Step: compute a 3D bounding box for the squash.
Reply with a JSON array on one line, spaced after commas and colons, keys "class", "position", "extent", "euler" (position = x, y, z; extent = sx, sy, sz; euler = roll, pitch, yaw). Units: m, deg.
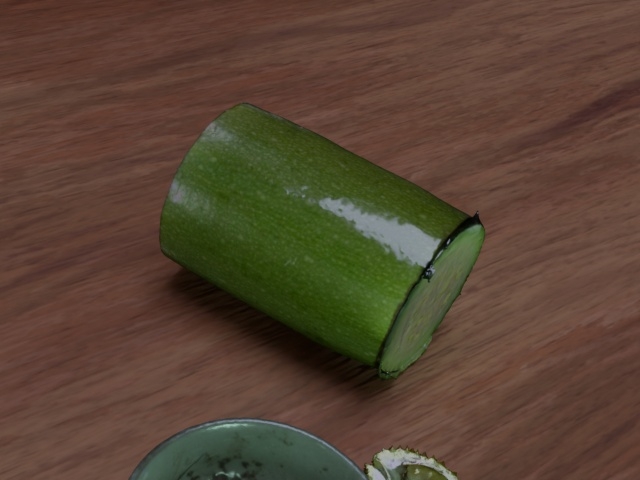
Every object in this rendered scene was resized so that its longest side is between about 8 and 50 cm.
[{"class": "squash", "position": [0.000, 0.000, 1.445], "extent": [0.384, 0.263, 0.263], "euler": [28, 42, 18]}]

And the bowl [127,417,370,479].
[{"class": "bowl", "position": [-0.078, 0.345, 1.107], "extent": [0.289, 0.146, 0.289], "euler": [9, 40, -8]}]

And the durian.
[{"class": "durian", "position": [0.105, 0.350, 1.200], "extent": [0.146, 0.102, 0.208], "euler": [13, 62, 4]}]
